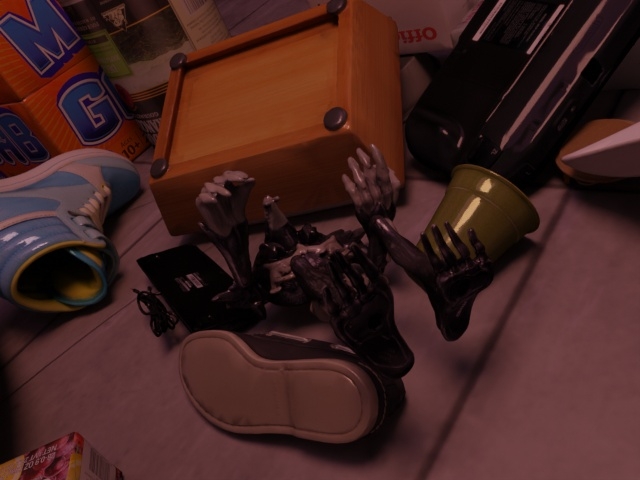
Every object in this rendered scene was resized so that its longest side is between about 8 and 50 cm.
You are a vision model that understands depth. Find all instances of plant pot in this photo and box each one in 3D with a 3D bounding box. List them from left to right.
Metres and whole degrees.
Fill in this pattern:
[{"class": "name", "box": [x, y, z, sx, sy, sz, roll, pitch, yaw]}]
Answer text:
[{"class": "plant pot", "box": [0.119, -0.005, 0.458, 0.079, 0.083, 0.083, -51, 39, -10]}]

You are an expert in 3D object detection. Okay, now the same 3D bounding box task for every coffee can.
[{"class": "coffee can", "box": [-0.233, -0.287, 0.869, 0.202, 0.275, 0.201, -18, 35, 13]}]

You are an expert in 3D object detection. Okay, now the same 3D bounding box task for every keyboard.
[{"class": "keyboard", "box": [-0.141, 0.060, 0.585, 0.100, 0.038, 0.192, -16, 27, -28]}]

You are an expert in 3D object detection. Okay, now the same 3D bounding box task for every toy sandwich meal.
[{"class": "toy sandwich meal", "box": [0.250, -0.077, 0.501, 0.086, 0.029, 0.085, -13, 48, 15]}]

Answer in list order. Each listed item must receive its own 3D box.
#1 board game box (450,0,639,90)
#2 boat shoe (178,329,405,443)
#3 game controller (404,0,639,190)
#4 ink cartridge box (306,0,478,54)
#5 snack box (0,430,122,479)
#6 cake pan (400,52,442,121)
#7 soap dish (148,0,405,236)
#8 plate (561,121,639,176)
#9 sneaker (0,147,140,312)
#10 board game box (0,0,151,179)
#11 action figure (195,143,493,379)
[{"class": "board game box", "box": [0.333, -0.264, 0.629, 0.304, 0.097, 0.224, 7, 47, 38]}, {"class": "boat shoe", "box": [-0.030, 0.108, 0.434, 0.206, 0.075, 0.065, -1, -1, 40]}, {"class": "game controller", "box": [0.212, -0.196, 0.544, 0.319, 0.067, 0.166, -55, 36, 4]}, {"class": "ink cartridge box", "box": [0.066, -0.374, 0.692, 0.202, 0.278, 0.117, 9, 51, 40]}, {"class": "snack box", "box": [-0.223, 0.249, 0.348, 0.175, 0.070, 0.207, -25, 36, 2]}, {"class": "cake pan", "box": [0.025, -0.220, 0.809, 0.293, 0.054, 0.293, -18, 35, 13]}, {"class": "soap dish", "box": [-0.055, -0.140, 0.643, 0.291, 0.118, 0.228, -11, 60, 24]}, {"class": "plate", "box": [0.343, -0.102, 0.348, 0.278, 0.045, 0.277, -24, 3, -5]}, {"class": "sneaker", "box": [-0.300, -0.011, 0.714, 0.208, 0.127, 0.319, 25, 33, 17]}, {"class": "board game box", "box": [-0.482, -0.336, 1.026, 0.357, 0.356, 0.356, 6, 46, 38]}, {"class": "action figure", "box": [0.000, 0.000, 0.438, 0.164, 0.140, 0.276, -20, 16, -22]}]
